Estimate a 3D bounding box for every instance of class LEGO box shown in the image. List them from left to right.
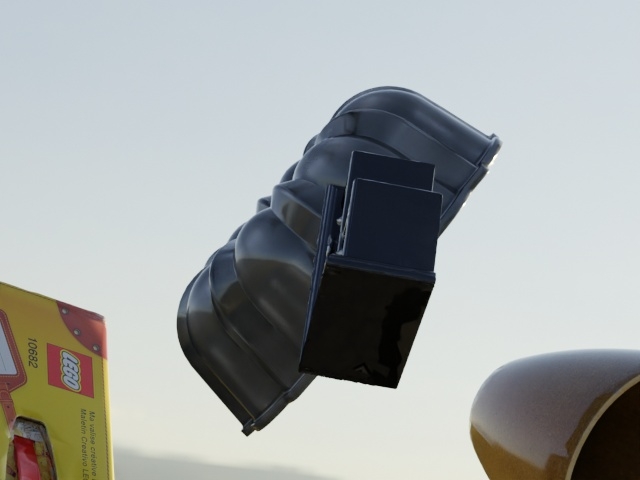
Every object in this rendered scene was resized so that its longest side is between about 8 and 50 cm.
[{"bbox_3d":[-0.370,0.342,1.915,0.193,0.500,0.372,20,-48,-30],"label":"LEGO box"}]

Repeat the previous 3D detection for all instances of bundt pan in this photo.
[{"bbox_3d":[0.000,0.000,1.636,0.124,0.331,0.331,40,-14,-2],"label":"bundt pan"}]

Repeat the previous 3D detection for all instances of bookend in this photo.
[{"bbox_3d":[0.038,-0.005,1.331,0.072,0.156,0.157,10,-30,-2],"label":"bookend"}]

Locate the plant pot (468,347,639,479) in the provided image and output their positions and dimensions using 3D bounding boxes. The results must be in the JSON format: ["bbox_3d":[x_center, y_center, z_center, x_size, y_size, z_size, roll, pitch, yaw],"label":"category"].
[{"bbox_3d":[0.248,0.195,1.781,0.237,0.237,0.254,12,4,-29],"label":"plant pot"}]
